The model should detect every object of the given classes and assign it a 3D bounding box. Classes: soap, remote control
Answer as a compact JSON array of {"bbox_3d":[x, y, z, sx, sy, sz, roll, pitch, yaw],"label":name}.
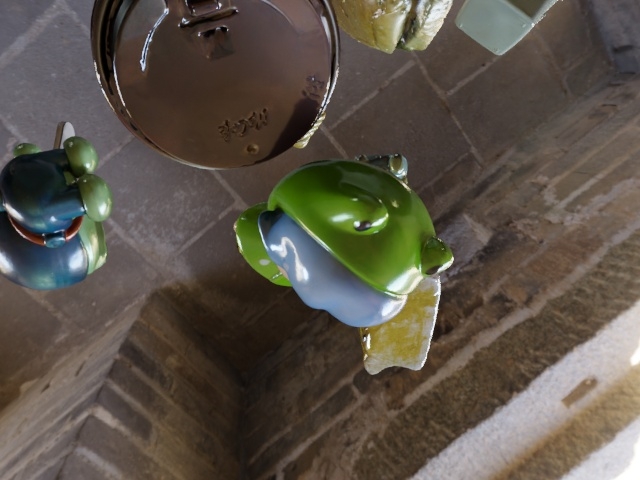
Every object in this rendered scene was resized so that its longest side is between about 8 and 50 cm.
[{"bbox_3d":[0.138,0.073,1.030,0.156,0.335,0.293,-1,127,-4],"label":"soap"},{"bbox_3d":[-0.743,-0.227,1.340,0.022,0.077,0.244,1,74,-2],"label":"remote control"}]

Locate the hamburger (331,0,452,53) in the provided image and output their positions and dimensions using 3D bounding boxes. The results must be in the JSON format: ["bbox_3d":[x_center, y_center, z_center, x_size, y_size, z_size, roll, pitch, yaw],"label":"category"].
[{"bbox_3d":[0.072,-0.398,0.636,0.135,0.285,0.265,-5,120,-11],"label":"hamburger"}]

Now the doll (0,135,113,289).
[{"bbox_3d":[-0.459,-0.033,0.786,0.186,0.198,0.322,-15,155,-34],"label":"doll"}]

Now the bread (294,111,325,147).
[{"bbox_3d":[-0.024,-0.148,0.571,0.034,0.088,0.049,-25,84,-31],"label":"bread"}]

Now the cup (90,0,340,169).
[{"bbox_3d":[-0.103,-0.201,0.445,0.197,0.279,0.196,-11,132,-12],"label":"cup"}]

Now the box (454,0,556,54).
[{"bbox_3d":[0.337,-0.432,0.826,0.148,0.210,0.129,35,97,-1],"label":"box"}]

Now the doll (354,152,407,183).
[{"bbox_3d":[0.190,-0.134,1.471,0.177,0.161,0.260,0,91,15],"label":"doll"}]

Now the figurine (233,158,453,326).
[{"bbox_3d":[0.000,0.000,0.471,0.162,0.263,0.143,35,71,-27],"label":"figurine"}]
